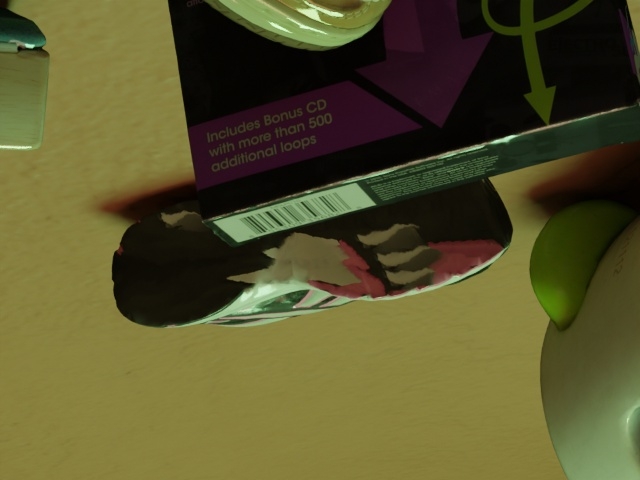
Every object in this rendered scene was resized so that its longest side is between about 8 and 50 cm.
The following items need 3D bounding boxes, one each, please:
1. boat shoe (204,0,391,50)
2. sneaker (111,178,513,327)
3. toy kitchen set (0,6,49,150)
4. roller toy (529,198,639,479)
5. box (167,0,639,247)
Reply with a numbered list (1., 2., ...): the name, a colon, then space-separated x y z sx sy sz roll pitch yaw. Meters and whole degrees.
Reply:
1. boat shoe: -0.035 -0.126 0.431 0.072 0.068 0.190 -30 114 33
2. sneaker: 0.000 0.000 0.869 0.178 0.072 0.077 -7 171 17
3. toy kitchen set: -0.121 -0.100 0.574 0.122 0.166 0.207 2 -168 -23
4. roller toy: 0.215 0.057 0.899 0.209 0.191 0.146 1 155 -21
5. box: 0.013 -0.090 0.510 0.116 0.162 0.029 -15 159 14
